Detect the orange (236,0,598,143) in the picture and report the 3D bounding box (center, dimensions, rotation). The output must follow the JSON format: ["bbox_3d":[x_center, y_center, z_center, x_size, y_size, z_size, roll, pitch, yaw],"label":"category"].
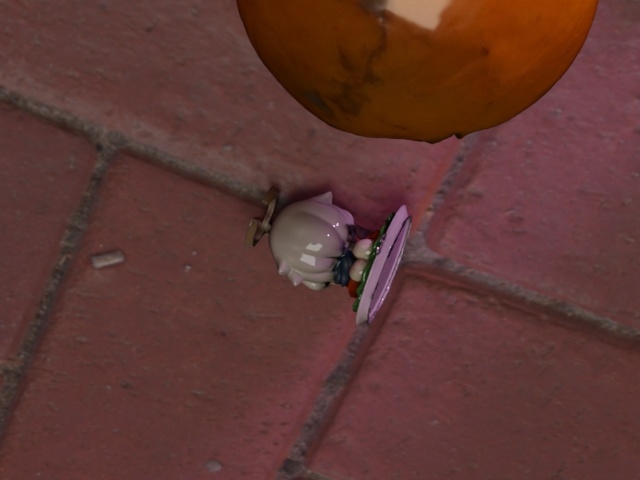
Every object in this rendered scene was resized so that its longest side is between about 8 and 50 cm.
[{"bbox_3d":[0.080,-0.228,1.369,0.312,0.312,0.312,3,123,4],"label":"orange"}]

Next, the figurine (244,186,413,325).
[{"bbox_3d":[0.000,0.000,1.644,0.154,0.132,0.132,21,124,8],"label":"figurine"}]
